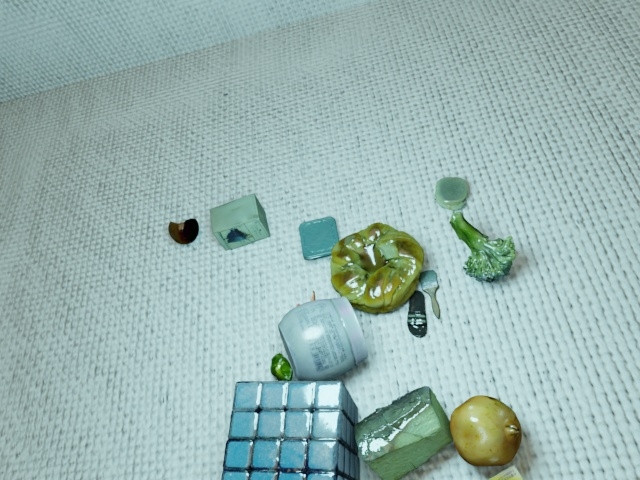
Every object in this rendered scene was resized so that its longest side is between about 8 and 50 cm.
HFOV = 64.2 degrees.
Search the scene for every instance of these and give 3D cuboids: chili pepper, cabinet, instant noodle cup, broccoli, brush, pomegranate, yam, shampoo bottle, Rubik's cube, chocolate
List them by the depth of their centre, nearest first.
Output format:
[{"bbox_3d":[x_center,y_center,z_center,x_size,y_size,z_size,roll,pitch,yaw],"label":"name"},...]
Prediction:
[{"bbox_3d":[0.482,0.564,1.506,0.209,0.209,0.209,-7,58,12],"label":"pomegranate"},{"bbox_3d":[-0.069,0.629,1.542,0.344,0.344,0.337,-6,58,13],"label":"Rubik's cube"},{"bbox_3d":[0.258,0.581,1.567,0.271,0.202,0.201,-29,29,3],"label":"yam"},{"bbox_3d":[-0.129,0.428,1.692,0.076,0.359,0.085,19,79,-6],"label":"chili pepper"},{"bbox_3d":[0.010,0.337,1.743,0.266,0.273,0.273,-18,55,-10],"label":"shampoo bottle"},{"bbox_3d":[0.565,0.023,1.766,0.177,0.275,0.198,-41,24,-26],"label":"broccoli"},{"bbox_3d":[0.409,0.198,1.867,0.070,0.021,0.196,-12,59,8],"label":"brush"},{"bbox_3d":[0.000,0.000,2.074,0.157,0.070,0.179,-14,56,6],"label":"instant noodle cup"},{"bbox_3d":[-0.342,-0.073,2.171,0.206,0.145,0.150,-19,56,4],"label":"cabinet"},{"bbox_3d":[-0.607,-0.048,2.252,0.133,0.124,0.127,3,59,53],"label":"chocolate"}]

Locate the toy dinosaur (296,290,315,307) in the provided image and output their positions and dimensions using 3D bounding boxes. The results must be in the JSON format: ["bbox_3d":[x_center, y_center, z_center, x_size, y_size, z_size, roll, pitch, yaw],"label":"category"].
[{"bbox_3d":[-0.074,0.303,1.916,0.101,0.055,0.279,26,65,4],"label":"toy dinosaur"}]

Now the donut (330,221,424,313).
[{"bbox_3d":[0.209,0.098,1.896,0.360,0.170,0.360,-8,58,13],"label":"donut"}]

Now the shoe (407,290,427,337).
[{"bbox_3d":[0.344,0.256,1.829,0.071,0.049,0.179,-3,59,15],"label":"shoe"}]

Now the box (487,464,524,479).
[{"bbox_3d":[0.483,0.777,1.440,0.265,0.097,0.168,-28,56,-2],"label":"box"}]

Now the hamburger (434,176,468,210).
[{"bbox_3d":[0.524,-0.189,2.045,0.133,0.062,0.140,3,58,13],"label":"hamburger"}]
